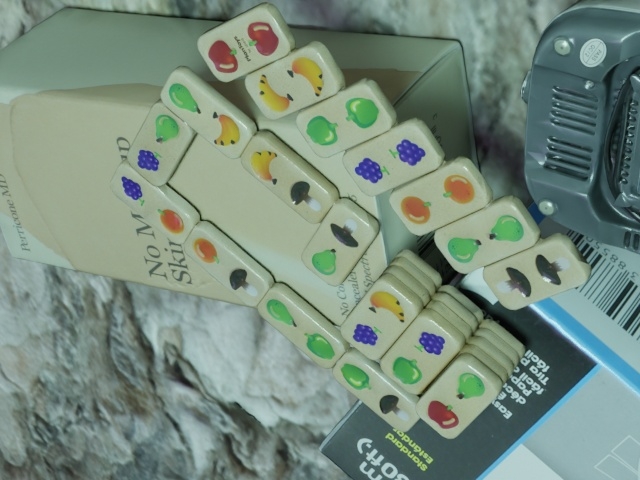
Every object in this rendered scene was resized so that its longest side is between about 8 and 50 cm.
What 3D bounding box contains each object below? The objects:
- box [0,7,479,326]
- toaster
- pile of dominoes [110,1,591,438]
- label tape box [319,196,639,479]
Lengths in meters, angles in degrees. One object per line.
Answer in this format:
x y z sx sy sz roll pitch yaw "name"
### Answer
-0.065 -0.052 0.914 0.311 0.121 0.148 8 127 32 "box"
0.217 -0.062 0.674 0.227 0.146 0.129 19 132 26 "toaster"
0.000 0.000 0.786 0.251 0.040 0.196 39 137 4 "pile of dominoes"
0.140 0.158 0.928 0.249 0.115 0.347 40 135 5 "label tape box"
